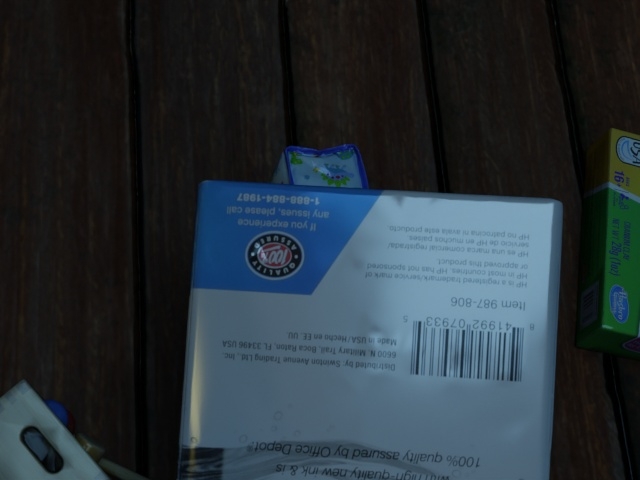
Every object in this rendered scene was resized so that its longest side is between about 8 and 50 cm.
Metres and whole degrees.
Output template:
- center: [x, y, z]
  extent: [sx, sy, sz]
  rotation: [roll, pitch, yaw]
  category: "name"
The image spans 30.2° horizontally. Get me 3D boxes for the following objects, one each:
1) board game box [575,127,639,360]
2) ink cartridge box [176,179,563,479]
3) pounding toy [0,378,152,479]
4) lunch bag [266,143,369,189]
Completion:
- center: [0.441, 0.030, 1.294]
  extent: [0.316, 0.064, 0.242]
  rotation: [13, 65, -10]
  category: "board game box"
- center: [0.036, 0.161, 0.970]
  extent: [0.285, 0.166, 0.395]
  rotation: [4, 86, 3]
  category: "ink cartridge box"
- center: [-0.216, 0.192, 1.012]
  extent: [0.100, 0.130, 0.141]
  rotation: [-41, 83, -14]
  category: "pounding toy"
- center: [0.000, 0.000, 1.144]
  extent: [0.096, 0.129, 0.151]
  rotation: [-3, 68, -17]
  category: "lunch bag"
